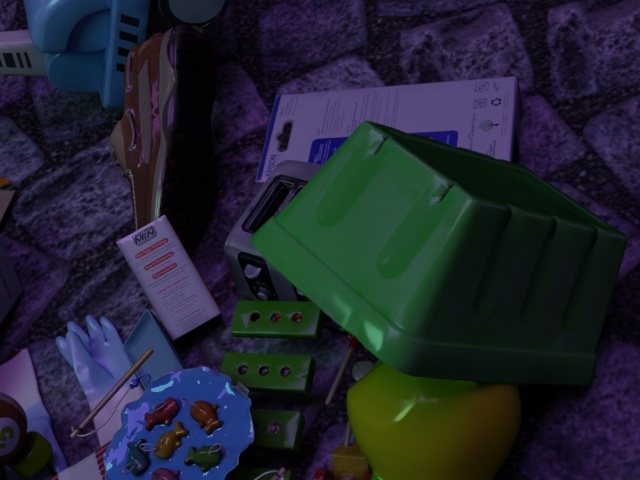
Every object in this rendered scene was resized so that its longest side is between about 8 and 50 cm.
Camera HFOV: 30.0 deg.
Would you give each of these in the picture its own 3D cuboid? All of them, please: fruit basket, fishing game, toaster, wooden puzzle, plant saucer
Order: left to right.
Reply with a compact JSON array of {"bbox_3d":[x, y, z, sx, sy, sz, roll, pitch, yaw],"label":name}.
[{"bbox_3d":[-0.478,-0.045,1.726,0.078,0.014,0.116,5,54,28],"label":"wooden puzzle"},{"bbox_3d":[-0.180,0.168,1.424,0.067,0.018,0.192,-55,47,21],"label":"plant saucer"},{"bbox_3d":[-0.157,0.216,1.288,0.189,0.041,0.264,-45,49,-7],"label":"fishing game"},{"bbox_3d":[0.000,0.000,1.458,0.168,0.110,0.186,18,60,29],"label":"toaster"},{"bbox_3d":[0.114,0.102,1.232,0.392,0.392,0.283,-39,50,-13],"label":"fruit basket"}]

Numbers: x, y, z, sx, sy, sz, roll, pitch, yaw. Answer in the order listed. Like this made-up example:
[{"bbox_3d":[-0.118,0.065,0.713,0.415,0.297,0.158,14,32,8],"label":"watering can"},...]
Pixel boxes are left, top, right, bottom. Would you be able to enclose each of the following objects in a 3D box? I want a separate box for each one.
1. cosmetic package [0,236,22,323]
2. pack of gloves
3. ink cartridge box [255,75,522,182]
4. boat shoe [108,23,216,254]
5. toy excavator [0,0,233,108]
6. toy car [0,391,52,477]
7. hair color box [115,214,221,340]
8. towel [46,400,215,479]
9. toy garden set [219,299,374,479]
[{"bbox_3d":[-0.538,0.085,1.520,0.224,0.138,0.225,-5,30,16],"label":"cosmetic package"},{"bbox_3d":[-0.319,0.192,1.457,0.195,0.046,0.232,-30,49,-7],"label":"pack of gloves"},{"bbox_3d":[0.091,-0.127,1.560,0.332,0.065,0.165,-1,52,17],"label":"ink cartridge box"},{"bbox_3d":[-0.215,-0.127,1.600,0.120,0.122,0.324,-5,71,27],"label":"boat shoe"},{"bbox_3d":[-0.385,-0.295,1.734,0.445,0.433,0.222,-2,46,-18],"label":"toy excavator"},{"bbox_3d":[-0.403,0.263,1.311,0.149,0.155,0.188,-26,33,18],"label":"toy car"},{"bbox_3d":[-0.187,0.047,1.477,0.072,0.043,0.141,-29,90,-6],"label":"hair color box"},{"bbox_3d":[-0.249,0.344,1.289,0.329,0.037,0.237,-32,49,2],"label":"towel"},{"bbox_3d":[-0.017,0.188,1.338,0.204,0.049,0.244,0,60,20],"label":"toy garden set"}]
